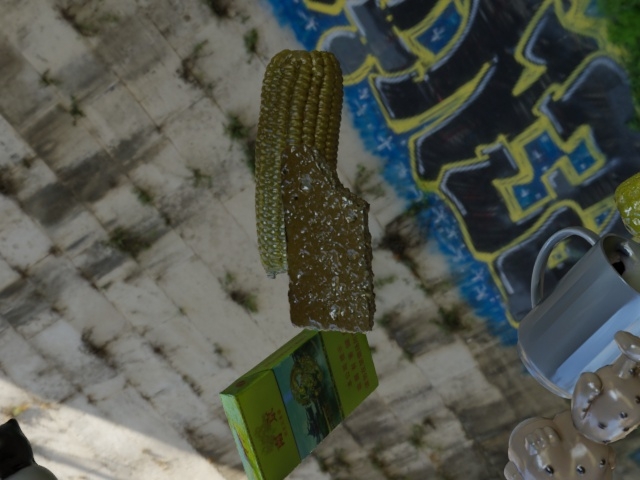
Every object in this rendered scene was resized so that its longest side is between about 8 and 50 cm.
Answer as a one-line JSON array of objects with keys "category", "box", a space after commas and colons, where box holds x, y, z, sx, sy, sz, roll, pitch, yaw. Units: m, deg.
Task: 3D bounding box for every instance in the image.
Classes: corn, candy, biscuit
[{"category": "corn", "box": [-0.034, -0.112, 1.043, 0.131, 0.131, 0.345, 3, -90, -68]}, {"category": "candy", "box": [0.506, -0.076, 0.943, 0.106, 0.198, 0.094, 59, -156, 13]}, {"category": "biscuit", "box": [0.009, -0.005, 0.862, 0.026, 0.131, 0.237, -4, -89, -52]}]

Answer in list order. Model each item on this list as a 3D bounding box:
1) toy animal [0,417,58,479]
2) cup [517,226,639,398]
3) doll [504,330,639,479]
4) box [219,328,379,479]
[{"category": "toy animal", "box": [-0.633, 0.506, 1.409, 0.235, 0.165, 0.187, 52, 156, 6]}, {"category": "cup", "box": [0.590, 0.149, 1.552, 0.236, 0.327, 0.323, -8, -129, -42]}, {"category": "doll", "box": [0.371, 0.250, 0.936, 0.154, 0.278, 0.119, 29, -163, -22]}, {"category": "box", "box": [-0.023, 0.260, 1.210, 0.335, 0.047, 0.187, -32, -66, -44]}]
